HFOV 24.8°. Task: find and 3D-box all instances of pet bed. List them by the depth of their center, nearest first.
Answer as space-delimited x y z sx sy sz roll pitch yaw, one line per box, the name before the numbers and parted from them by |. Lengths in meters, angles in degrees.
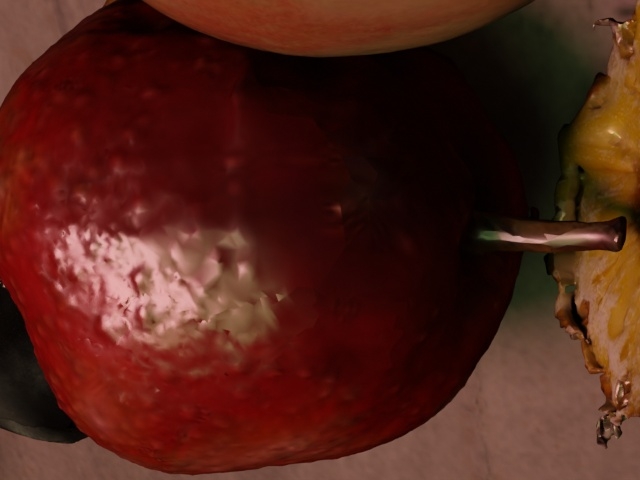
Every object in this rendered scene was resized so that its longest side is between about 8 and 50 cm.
pet bed | -0.201 0.038 0.901 0.201 0.053 0.201 16 126 23

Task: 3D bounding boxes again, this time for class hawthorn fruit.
hawthorn fruit | 0.000 0.000 0.629 0.266 0.230 0.210 8 92 23

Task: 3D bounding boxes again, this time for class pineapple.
pineapple | 0.150 -0.012 0.556 0.047 0.221 0.221 8 135 -20

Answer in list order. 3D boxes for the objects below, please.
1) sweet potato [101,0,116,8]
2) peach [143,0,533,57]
sweet potato | -0.096 -0.091 0.751 0.054 0.053 0.182 -123 35 -47
peach | 0.008 -0.202 0.474 0.292 0.247 0.292 23 129 32
